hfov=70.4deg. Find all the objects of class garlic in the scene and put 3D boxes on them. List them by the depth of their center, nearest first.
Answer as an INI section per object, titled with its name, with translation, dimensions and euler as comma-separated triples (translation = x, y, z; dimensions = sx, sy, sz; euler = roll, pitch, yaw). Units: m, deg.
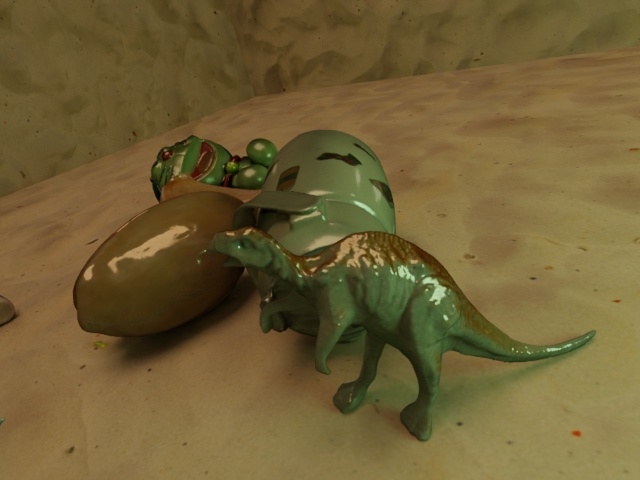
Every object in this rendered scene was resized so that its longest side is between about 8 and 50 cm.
[garlic]
translation = -0.204, -0.061, 0.890
dimensions = 0.245, 0.145, 0.164
euler = 3, 74, 17

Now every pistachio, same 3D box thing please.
[pistachio]
translation = -0.222, 0.036, 0.687
dimensions = 0.293, 0.181, 0.162
euler = -33, 13, -18

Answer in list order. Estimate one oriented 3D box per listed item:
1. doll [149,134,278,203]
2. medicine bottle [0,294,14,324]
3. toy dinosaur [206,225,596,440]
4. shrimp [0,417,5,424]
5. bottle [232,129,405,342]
[doll]
translation = -0.251, -0.135, 1.054
dimensions = 0.322, 0.186, 0.198
euler = 9, 58, 15
[medicine bottle]
translation = -0.635, 0.130, 0.880
dimensions = 0.089, 0.052, 0.052
euler = 7, 34, 40
[toy dinosaur]
translation = 0.090, 0.091, 0.425
dimensions = 0.393, 0.205, 0.092
euler = 5, 20, -1
[shrimp]
translation = -0.226, 0.232, 0.311
dimensions = 0.372, 0.172, 0.137
euler = -9, 20, 30
[bottle]
translation = 0.000, 0.000, 0.618
dimensions = 0.229, 0.229, 0.351
euler = -12, 29, 7
